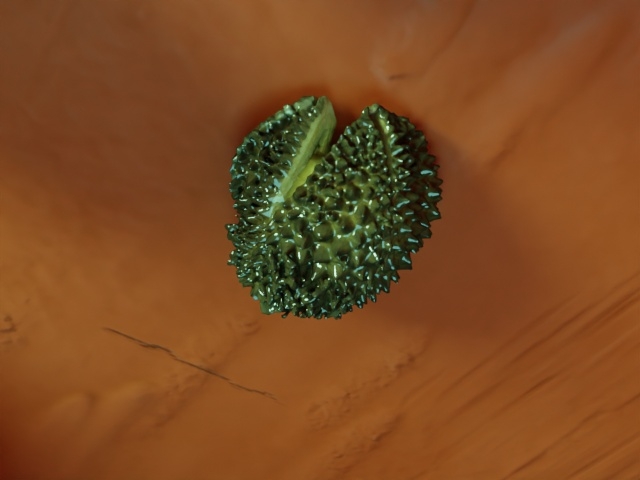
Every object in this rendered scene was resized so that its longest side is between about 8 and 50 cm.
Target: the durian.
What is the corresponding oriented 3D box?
[{"bbox_3d":[-0.002,0.000,0.523,0.110,0.071,0.140,22,137,-19],"label":"durian"}]
